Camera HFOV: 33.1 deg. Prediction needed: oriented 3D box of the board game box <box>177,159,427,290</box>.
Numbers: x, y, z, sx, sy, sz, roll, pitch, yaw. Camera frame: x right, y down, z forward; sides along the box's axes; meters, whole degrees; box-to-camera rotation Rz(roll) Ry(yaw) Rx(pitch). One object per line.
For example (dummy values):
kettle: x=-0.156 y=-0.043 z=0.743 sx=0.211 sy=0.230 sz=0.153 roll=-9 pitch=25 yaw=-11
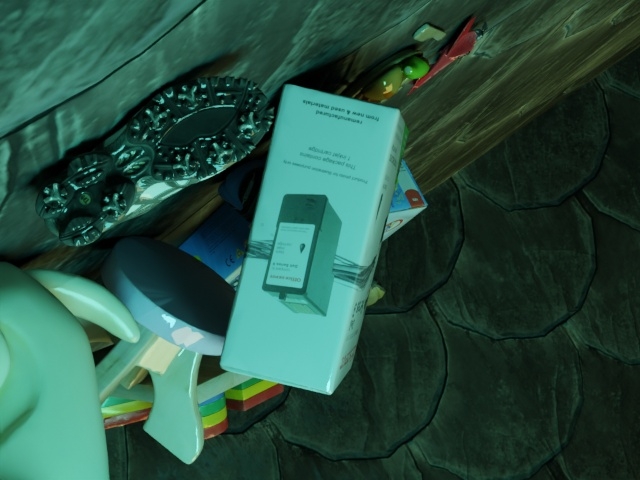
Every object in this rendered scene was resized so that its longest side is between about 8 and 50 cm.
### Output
board game box: x=-0.053 y=0.007 z=1.548 sx=0.302 sy=0.086 sz=0.308 roll=-11 pitch=158 yaw=-47

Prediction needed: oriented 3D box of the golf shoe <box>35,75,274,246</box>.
golf shoe: x=-0.131 y=-0.068 z=0.851 sx=0.198 sy=0.077 sz=0.094 roll=-28 pitch=-175 yaw=-6

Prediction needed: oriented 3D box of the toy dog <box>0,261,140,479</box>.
toy dog: x=-0.262 y=0.247 z=0.911 sx=0.284 sy=0.408 sz=0.395 roll=-38 pitch=174 yaw=34

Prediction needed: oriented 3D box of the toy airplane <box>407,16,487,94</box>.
toy airplane: x=0.159 y=-0.236 z=1.392 sx=0.151 sy=0.028 sz=0.151 roll=-35 pitch=176 yaw=-3

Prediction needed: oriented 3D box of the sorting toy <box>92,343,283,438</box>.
sorting toy: x=-0.188 y=0.194 z=1.473 sx=0.257 sy=0.089 sz=0.255 roll=2 pitch=-167 yaw=35

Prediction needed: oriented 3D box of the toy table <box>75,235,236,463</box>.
toy table: x=-0.194 y=0.112 z=1.209 sx=0.161 sy=0.252 sz=0.274 roll=-52 pitch=165 yaw=7

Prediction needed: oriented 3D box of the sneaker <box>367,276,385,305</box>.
sneaker: x=-0.041 y=0.114 z=1.855 sx=0.410 sy=0.158 sz=0.182 roll=-13 pitch=-138 yaw=58

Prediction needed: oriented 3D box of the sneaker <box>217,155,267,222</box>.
sneaker: x=-0.048 y=-0.067 z=1.304 sx=0.067 sy=0.078 sz=0.188 roll=-39 pitch=174 yaw=39

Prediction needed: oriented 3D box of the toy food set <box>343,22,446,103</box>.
toy food set: x=0.076 y=-0.181 z=1.287 sx=0.192 sy=0.038 sz=0.132 roll=-37 pitch=175 yaw=20

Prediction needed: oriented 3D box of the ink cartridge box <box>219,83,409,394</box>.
ink cartridge box: x=0.000 y=0.000 z=1.136 sx=0.211 sy=0.121 sz=0.289 roll=-3 pitch=107 yaw=-82
